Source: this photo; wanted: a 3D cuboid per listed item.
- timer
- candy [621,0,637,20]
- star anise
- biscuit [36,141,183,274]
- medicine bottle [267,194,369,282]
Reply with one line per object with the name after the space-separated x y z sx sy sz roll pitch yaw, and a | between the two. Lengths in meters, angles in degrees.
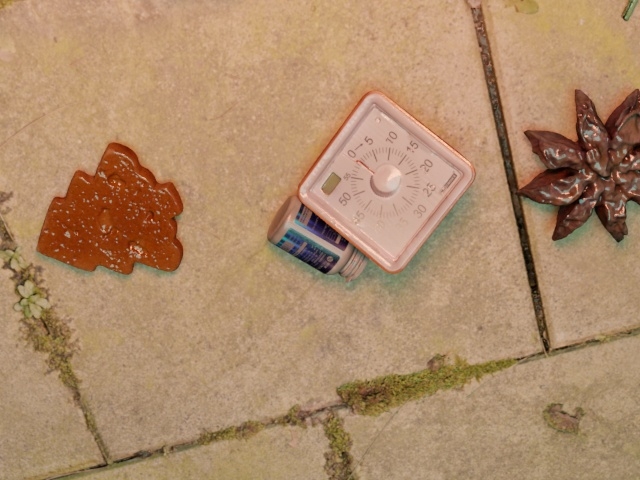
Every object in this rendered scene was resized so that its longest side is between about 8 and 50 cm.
0.121 -0.118 1.720 0.250 0.161 0.257 35 107 -6 | timer
0.619 -0.546 1.612 0.093 0.092 0.336 -1 126 -35 | candy
0.533 -0.133 1.745 0.331 0.118 0.332 0 107 1 | star anise
-0.419 -0.039 1.792 0.306 0.043 0.284 -18 113 8 | biscuit
0.000 0.000 1.786 0.191 0.107 0.107 30 108 -13 | medicine bottle
